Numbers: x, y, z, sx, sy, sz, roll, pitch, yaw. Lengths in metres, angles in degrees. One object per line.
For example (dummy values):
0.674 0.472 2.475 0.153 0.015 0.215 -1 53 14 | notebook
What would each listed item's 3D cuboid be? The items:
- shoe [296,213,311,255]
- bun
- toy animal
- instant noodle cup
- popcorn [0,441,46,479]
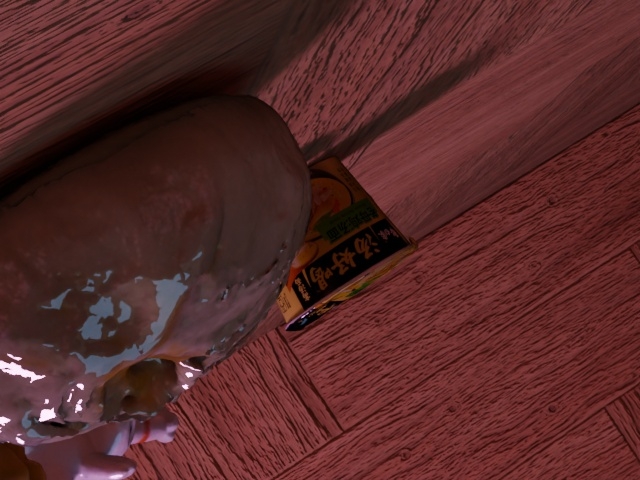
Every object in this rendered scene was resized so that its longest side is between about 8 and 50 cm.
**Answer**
-0.043 -0.013 1.469 0.069 0.072 0.109 -37 176 -12 | shoe
-0.121 0.031 1.014 0.287 0.146 0.287 -35 175 -3 | bun
-0.268 0.212 1.894 0.282 0.140 0.138 -24 179 -39 | toy animal
0.000 0.000 1.591 0.151 0.122 0.151 -34 177 -2 | instant noodle cup
-0.316 0.267 1.329 0.265 0.332 0.225 -60 146 -1 | popcorn
